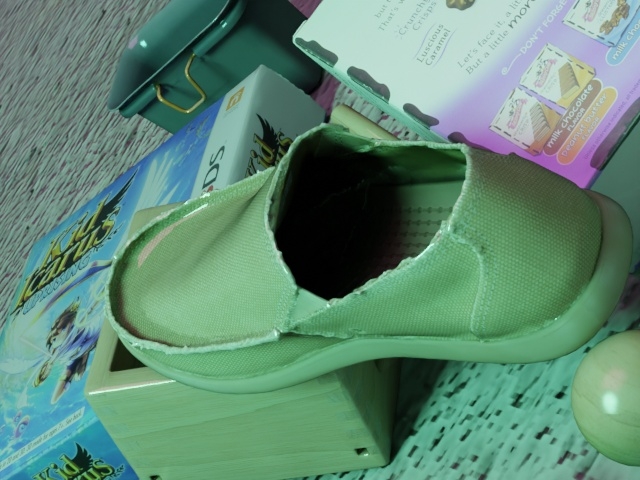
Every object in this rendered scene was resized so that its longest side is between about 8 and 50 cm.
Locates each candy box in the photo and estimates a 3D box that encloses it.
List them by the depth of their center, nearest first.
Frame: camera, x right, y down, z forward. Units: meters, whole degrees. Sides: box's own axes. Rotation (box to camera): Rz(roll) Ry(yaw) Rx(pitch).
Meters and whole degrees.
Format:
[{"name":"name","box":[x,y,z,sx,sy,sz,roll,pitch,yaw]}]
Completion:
[{"name":"candy box","box":[0.108,-0.106,0.832,0.196,0.070,0.165,38,92,42]}]

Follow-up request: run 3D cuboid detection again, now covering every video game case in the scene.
[{"name":"video game case","box":[-0.121,0.048,1.153,0.269,0.061,0.244,-34,30,39]}]

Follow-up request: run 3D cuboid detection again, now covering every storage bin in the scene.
[{"name":"storage bin","box":[-0.064,-0.114,1.221,0.135,0.091,0.098,-38,29,35]}]

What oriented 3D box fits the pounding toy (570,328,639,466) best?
[{"name":"pounding toy","box":[0.052,0.137,0.655,0.237,0.110,0.183,-49,25,13]}]

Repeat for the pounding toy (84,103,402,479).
[{"name":"pounding toy","box":[0.010,0.024,0.913,0.206,0.094,0.181,-10,42,19]}]

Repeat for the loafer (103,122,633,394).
[{"name":"loafer","box":[0.000,0.000,0.765,0.269,0.092,0.102,-9,51,40]}]
